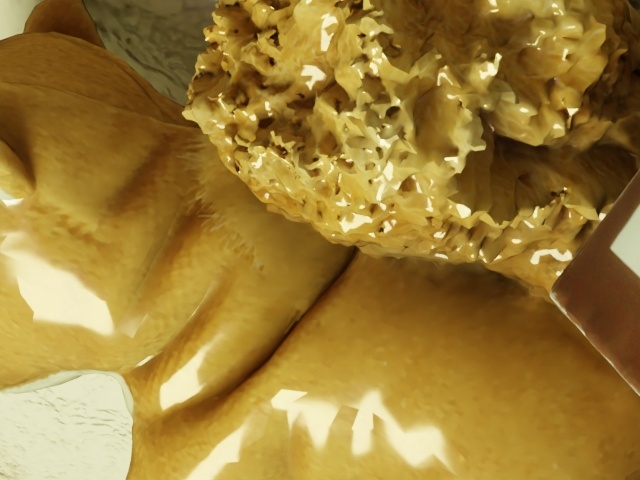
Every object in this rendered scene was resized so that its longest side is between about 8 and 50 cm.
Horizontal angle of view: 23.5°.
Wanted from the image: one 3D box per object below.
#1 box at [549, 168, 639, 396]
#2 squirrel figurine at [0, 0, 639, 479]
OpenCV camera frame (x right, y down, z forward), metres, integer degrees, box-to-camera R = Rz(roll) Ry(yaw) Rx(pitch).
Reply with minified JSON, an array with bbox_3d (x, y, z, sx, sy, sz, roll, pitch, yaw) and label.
[{"bbox_3d":[0.291,0.051,0.547,0.381,0.143,0.191,27,104,-29],"label":"box"},{"bbox_3d":[0.000,0.000,0.692,0.370,0.281,0.397,37,123,-1],"label":"squirrel figurine"}]
